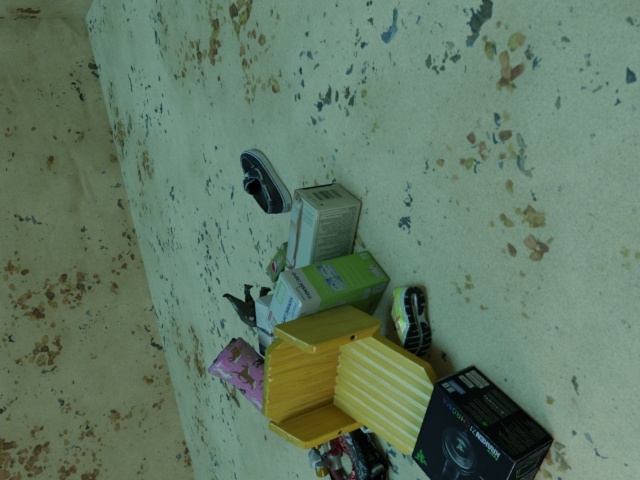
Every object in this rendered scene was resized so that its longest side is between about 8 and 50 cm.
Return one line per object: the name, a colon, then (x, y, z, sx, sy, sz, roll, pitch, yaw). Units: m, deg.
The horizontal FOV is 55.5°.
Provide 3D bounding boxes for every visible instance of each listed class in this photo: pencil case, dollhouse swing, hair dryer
pencil case: (-0.184, 0.493, 2.014, 0.386, 0.160, 0.167, 41, -174, -3)
dollhouse swing: (0.066, 0.398, 1.518, 0.305, 0.315, 0.346, 41, 134, 46)
hair dryer: (0.054, 0.799, 2.024, 0.293, 0.080, 0.223, -30, 75, 57)

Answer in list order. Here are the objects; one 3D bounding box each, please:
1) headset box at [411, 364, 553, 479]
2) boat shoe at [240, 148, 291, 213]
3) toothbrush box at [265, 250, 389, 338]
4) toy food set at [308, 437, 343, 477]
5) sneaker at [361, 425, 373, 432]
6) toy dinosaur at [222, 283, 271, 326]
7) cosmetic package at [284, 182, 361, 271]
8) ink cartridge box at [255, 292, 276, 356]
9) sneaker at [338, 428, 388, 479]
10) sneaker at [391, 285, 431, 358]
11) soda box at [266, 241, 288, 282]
headset box: (0.353, 0.481, 1.389, 0.246, 0.131, 0.283, 44, 136, 41)
boat shoe: (-0.212, -0.195, 2.032, 0.301, 0.102, 0.108, 55, 142, 30)
toothbrush box: (0.017, 0.162, 1.647, 0.122, 0.283, 0.206, 53, 142, 32)
toy food set: (0.012, 0.670, 1.995, 0.232, 0.111, 0.104, -108, 9, -84)
sneaker: (0.151, 0.438, 1.723, 0.087, 0.092, 0.228, 10, 109, 57)
toy dinosaur: (-0.212, 0.239, 2.109, 0.121, 0.314, 0.160, 3, 81, 30)
cosmetic package: (0.000, 0.000, 1.737, 0.129, 0.153, 0.296, 43, 134, 43)
ink cartridge box: (-0.131, 0.283, 2.047, 0.086, 0.148, 0.203, 22, 121, 52)
sneaker: (0.134, 0.643, 1.824, 0.135, 0.098, 0.275, -14, 92, 58)
sneaker: (0.222, 0.210, 1.551, 0.094, 0.082, 0.208, -165, 71, -63)
soda box: (-0.119, 0.070, 2.028, 0.058, 0.061, 0.181, 63, 145, 19)
